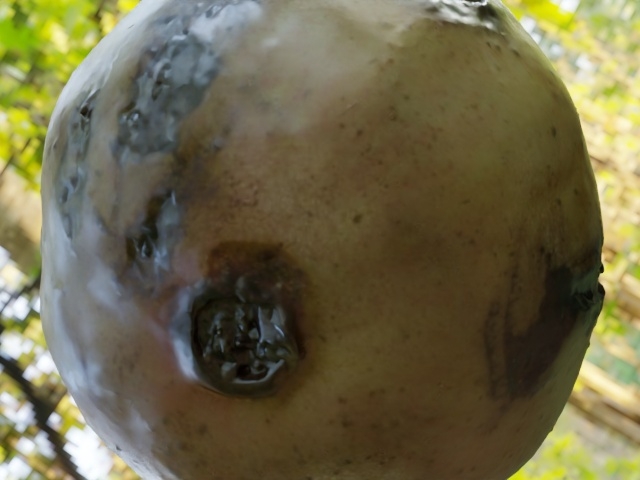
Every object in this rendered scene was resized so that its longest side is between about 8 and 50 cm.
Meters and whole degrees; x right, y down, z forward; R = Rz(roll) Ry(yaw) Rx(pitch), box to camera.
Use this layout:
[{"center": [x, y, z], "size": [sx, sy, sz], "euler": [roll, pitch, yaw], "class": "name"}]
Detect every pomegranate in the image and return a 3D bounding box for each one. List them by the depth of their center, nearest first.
[{"center": [0.000, 0.000, 0.977], "size": [0.322, 0.322, 0.322], "euler": [-47, -24, -29], "class": "pomegranate"}]
